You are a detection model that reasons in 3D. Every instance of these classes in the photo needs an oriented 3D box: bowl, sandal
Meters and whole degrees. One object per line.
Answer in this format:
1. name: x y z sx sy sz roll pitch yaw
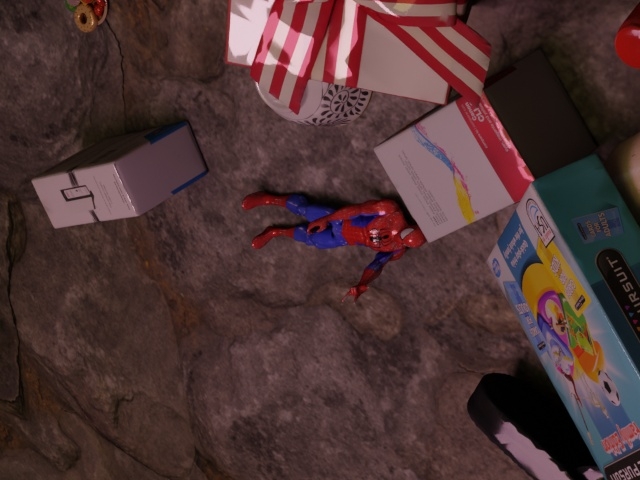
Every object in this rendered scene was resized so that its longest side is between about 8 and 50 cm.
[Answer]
1. bowl: -0.028 -0.202 1.458 0.170 0.080 0.170 22 128 32
2. sandal: 0.363 0.283 1.365 0.445 0.167 0.107 38 112 19

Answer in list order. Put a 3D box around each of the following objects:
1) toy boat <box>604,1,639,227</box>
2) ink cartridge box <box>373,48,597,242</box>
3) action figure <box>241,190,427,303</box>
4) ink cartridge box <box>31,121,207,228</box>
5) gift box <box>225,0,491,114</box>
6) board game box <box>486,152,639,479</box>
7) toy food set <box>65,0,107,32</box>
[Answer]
1. toy boat: 0.375 -0.102 1.132 0.267 0.148 0.318 -3 121 48
2. ink cartridge box: 0.174 -0.099 1.304 0.176 0.128 0.127 -28 95 47
3. action figure: 0.000 0.000 1.526 0.280 0.139 0.092 4 119 38
4. ink cartridge box: -0.285 -0.091 1.709 0.203 0.148 0.086 -6 113 45
5. gift box: 0.052 -0.270 1.172 0.255 0.258 0.276 8 125 10
6. board game box: 0.296 0.113 1.217 0.254 0.079 0.336 95 150 -72
7. toy food set: -0.329 -0.338 1.687 0.083 0.020 0.083 56 138 -1
